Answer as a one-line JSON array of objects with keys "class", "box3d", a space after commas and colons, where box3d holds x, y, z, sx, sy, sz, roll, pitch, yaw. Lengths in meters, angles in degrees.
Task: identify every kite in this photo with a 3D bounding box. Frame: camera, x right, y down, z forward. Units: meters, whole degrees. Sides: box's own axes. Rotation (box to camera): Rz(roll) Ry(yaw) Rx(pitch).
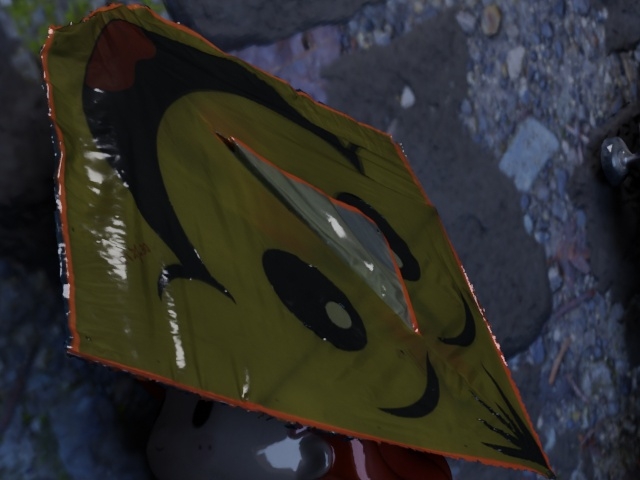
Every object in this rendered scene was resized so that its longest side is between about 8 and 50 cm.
[{"class": "kite", "box3d": [-0.001, 0.002, 0.546, 0.327, 0.013, 0.377, 45, 26, -1]}]

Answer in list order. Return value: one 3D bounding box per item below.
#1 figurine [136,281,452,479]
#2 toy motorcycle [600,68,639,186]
[{"class": "figurine", "box3d": [-0.028, 0.146, 0.564, 0.208, 0.181, 0.257, 17, 74, 2]}, {"class": "toy motorcycle", "box3d": [0.307, -0.036, 0.880, 0.171, 0.110, 0.260, 1, 82, -55]}]
